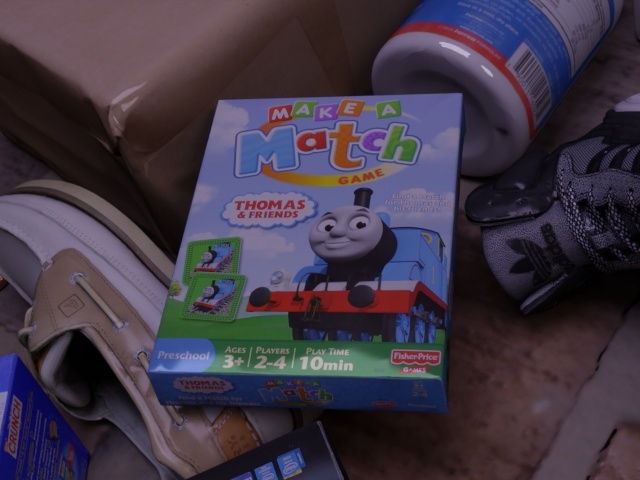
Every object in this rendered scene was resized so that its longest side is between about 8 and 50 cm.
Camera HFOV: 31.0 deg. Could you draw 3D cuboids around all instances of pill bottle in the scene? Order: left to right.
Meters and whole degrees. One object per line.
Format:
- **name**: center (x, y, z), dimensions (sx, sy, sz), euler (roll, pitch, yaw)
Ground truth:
- **pill bottle**: center (0.143, -0.161, 0.837), dimensions (0.124, 0.124, 0.221), euler (18, 55, 32)

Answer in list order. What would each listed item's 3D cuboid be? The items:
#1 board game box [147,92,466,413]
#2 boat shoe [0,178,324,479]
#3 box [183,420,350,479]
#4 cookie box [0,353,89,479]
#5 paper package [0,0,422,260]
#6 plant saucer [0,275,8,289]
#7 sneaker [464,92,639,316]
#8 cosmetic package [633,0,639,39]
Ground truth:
- **board game box**: center (0.000, 0.000, 0.676), dimensions (0.160, 0.039, 0.211), euler (0, 49, 11)
- **boat shoe**: center (-0.140, 0.054, 0.737), dimensions (0.302, 0.113, 0.103), euler (27, 55, 36)
- **box**: center (-0.094, 0.255, 0.552), dimensions (0.307, 0.076, 0.242), euler (-22, 45, -2)
- **cookie box**: center (-0.178, 0.134, 0.676), dimensions (0.040, 0.107, 0.092), euler (-11, 45, 9)
- **paper package**: center (-0.098, -0.184, 0.915), dimensions (0.325, 0.168, 0.309), euler (-42, 48, -20)
- **plant saucer**: center (-0.270, 0.016, 0.890), dimensions (0.083, 0.013, 0.083), euler (-9, 45, 10)
- **sneaker**: center (0.171, -0.008, 0.656), dimensions (0.153, 0.101, 0.268), euler (-29, 10, 6)
- **cosmetic package**: center (0.324, -0.128, 0.786), dimensions (0.099, 0.060, 0.239), euler (-29, 45, -8)
